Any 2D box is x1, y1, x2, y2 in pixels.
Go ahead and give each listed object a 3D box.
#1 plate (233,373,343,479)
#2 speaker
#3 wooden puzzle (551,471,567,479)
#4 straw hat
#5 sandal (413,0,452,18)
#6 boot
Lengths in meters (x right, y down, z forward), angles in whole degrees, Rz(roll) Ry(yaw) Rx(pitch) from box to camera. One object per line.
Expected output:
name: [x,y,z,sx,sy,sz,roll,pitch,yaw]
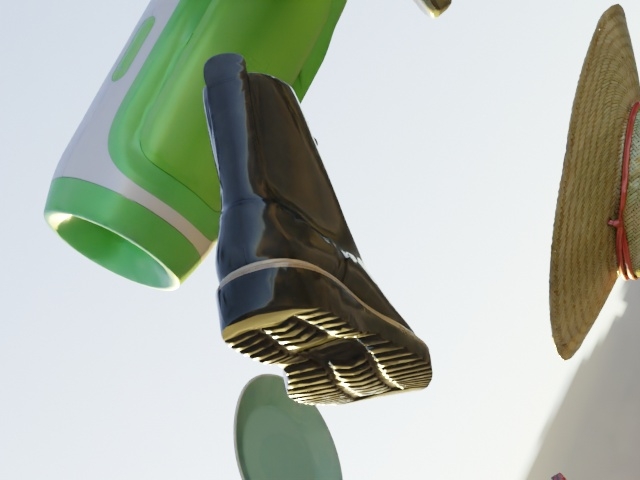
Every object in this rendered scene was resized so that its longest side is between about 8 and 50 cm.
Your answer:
plate: [-0.038,0.229,1.970,0.024,0.188,0.188,-23,9,30]
speaker: [-0.081,-0.117,1.371,0.296,0.131,0.131,-63,-14,-18]
wooden puzzle: [0.134,0.145,0.941,0.006,0.049,0.083,-34,35,13]
straw hat: [0.136,-0.018,0.755,0.144,0.061,0.144,8,-90,-72]
sandal: [-0.049,-0.226,1.272,0.086,0.303,0.120,-61,5,6]
boot: [0.000,0.000,0.955,0.198,0.077,0.137,51,-154,-65]
